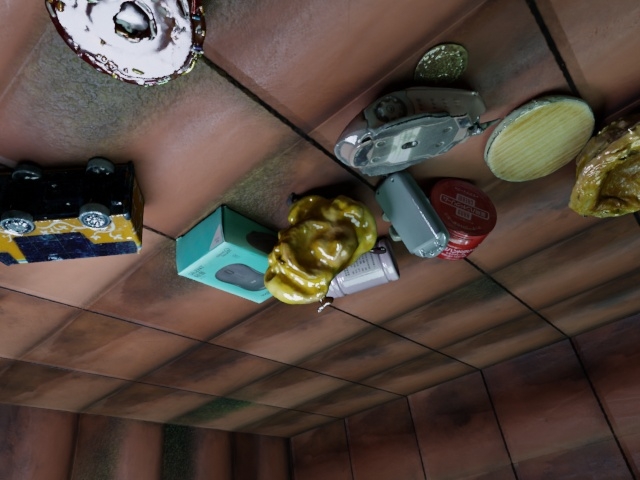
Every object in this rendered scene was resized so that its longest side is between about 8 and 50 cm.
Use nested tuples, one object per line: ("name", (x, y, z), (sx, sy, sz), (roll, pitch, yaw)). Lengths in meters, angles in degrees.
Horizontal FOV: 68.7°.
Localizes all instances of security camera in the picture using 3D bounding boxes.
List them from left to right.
("security camera", (0.209, -0.038, 1.304), (0.058, 0.092, 0.058), (-8, 146, -5))

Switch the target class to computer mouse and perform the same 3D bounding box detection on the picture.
("computer mouse", (0.206, -0.251, 0.991), (0.388, 0.115, 0.199), (-15, 163, -12))

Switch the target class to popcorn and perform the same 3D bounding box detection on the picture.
("popcorn", (0.000, 0.000, 1.193), (0.297, 0.281, 0.315), (-43, 173, 32))

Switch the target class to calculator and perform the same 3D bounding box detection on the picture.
("calculator", (0.223, -0.067, 1.170), (0.045, 0.246, 0.141), (-29, 173, -29))

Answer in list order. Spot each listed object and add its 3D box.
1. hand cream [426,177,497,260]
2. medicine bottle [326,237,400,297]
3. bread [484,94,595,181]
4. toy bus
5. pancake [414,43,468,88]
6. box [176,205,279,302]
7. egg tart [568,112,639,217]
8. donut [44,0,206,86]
("hand cream", (0.347, -0.054, 1.228), (0.192, 0.193, 0.125), (0, 147, -14))
("medicine bottle", (0.106, 0.092, 1.432), (0.249, 0.134, 0.133), (-21, 144, 14))
("bread", (0.523, -0.244, 1.129), (0.266, 0.041, 0.267), (-6, 144, -5))
("toy bus", (-0.569, -0.058, 1.043), (0.322, 0.162, 0.194), (-6, 148, -8))
("pancake", (0.243, -0.346, 0.945), (0.114, 0.011, 0.115), (-6, 145, -4))
("box", (-0.218, 0.053, 1.315), (0.205, 0.118, 0.311), (-33, 139, 27))
("egg tart", (0.747, -0.198, 1.135), (0.351, 0.150, 0.352), (-14, 144, -11))
("donut", (-0.293, -0.360, 0.735), (0.234, 0.090, 0.235), (-5, 145, -4))
